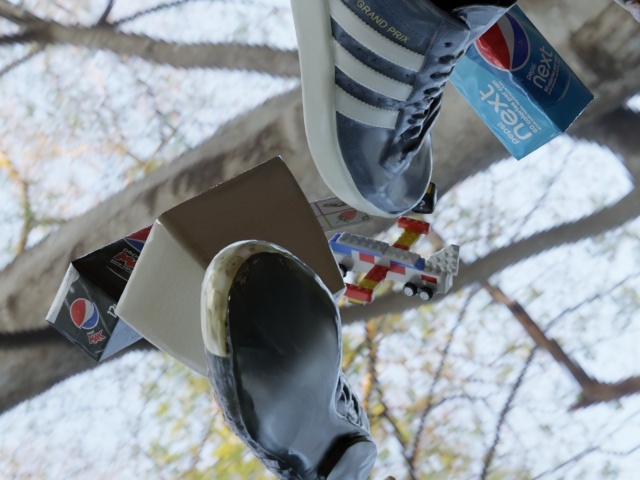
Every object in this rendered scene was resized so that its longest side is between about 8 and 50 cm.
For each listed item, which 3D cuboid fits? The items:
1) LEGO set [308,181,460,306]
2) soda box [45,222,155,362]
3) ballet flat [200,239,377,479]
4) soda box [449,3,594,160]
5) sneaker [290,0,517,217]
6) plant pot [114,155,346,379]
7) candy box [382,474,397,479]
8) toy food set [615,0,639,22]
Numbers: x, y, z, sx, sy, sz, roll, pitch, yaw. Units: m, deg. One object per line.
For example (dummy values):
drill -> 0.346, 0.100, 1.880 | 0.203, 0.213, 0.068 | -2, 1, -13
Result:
LEGO set -> 0.000, 0.000, 1.351 | 0.244, 0.060, 0.182 | -13, -144, -15
soda box -> -0.123, 0.027, 1.211 | 0.053, 0.060, 0.169 | 37, -150, 15
ballet flat -> -0.018, 0.051, 0.601 | 0.049, 0.173, 0.057 | 31, -110, 26
soda box -> 0.153, -0.182, 1.535 | 0.210, 0.071, 0.067 | 48, -127, -7
sneaker -> 0.069, -0.142, 1.134 | 0.148, 0.350, 0.131 | 8, -129, 20
plant pot -> -0.049, 0.029, 1.051 | 0.109, 0.109, 0.096 | -29, -111, -39
candy box -> 0.065, 0.310, 0.957 | 0.183, 0.087, 0.316 | -38, -131, -3
toy food set -> 0.308, -0.200, 1.465 | 0.192, 0.132, 0.038 | 22, -94, 19
